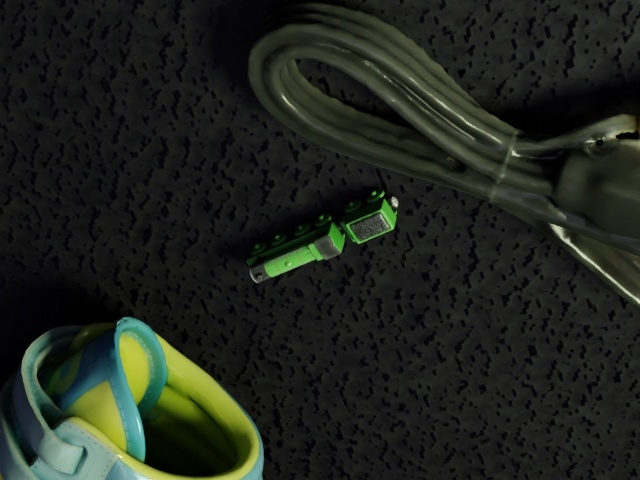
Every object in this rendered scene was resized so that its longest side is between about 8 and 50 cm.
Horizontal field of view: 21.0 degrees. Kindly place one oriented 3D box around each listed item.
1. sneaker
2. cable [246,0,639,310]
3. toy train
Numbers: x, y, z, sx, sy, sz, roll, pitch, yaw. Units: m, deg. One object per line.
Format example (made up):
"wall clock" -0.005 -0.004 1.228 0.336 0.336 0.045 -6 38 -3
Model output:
"sneaker" -0.175 0.115 0.870 0.319 0.127 0.208 7 127 -5
"cable" 0.110 -0.036 0.771 0.287 0.072 0.139 18 143 13
"toy train" 0.000 0.000 0.816 0.083 0.024 0.017 -24 116 24
